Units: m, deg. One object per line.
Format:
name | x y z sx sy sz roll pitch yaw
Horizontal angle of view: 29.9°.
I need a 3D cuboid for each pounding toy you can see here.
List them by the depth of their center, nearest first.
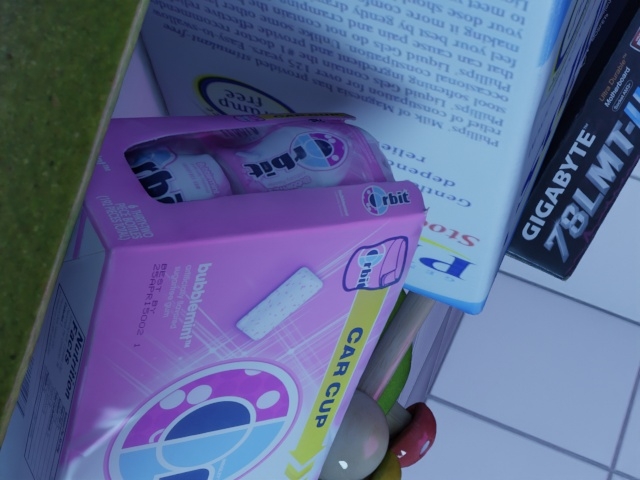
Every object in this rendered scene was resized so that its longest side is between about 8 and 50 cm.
pounding toy | 0.030 0.114 0.757 0.183 0.110 0.237 -50 -175 -28

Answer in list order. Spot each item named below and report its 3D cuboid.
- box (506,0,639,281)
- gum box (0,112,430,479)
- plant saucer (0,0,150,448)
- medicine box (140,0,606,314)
box | 0.191 -0.150 0.970 0.295 0.073 0.293 -62 -160 11
gum box | -0.047 0.041 0.410 0.107 0.062 0.188 -7 134 -32
plant saucer | -0.108 -0.001 0.241 0.188 0.045 0.188 -14 124 -78
medicine box | 0.052 -0.151 0.478 0.289 0.149 0.263 82 31 -68
